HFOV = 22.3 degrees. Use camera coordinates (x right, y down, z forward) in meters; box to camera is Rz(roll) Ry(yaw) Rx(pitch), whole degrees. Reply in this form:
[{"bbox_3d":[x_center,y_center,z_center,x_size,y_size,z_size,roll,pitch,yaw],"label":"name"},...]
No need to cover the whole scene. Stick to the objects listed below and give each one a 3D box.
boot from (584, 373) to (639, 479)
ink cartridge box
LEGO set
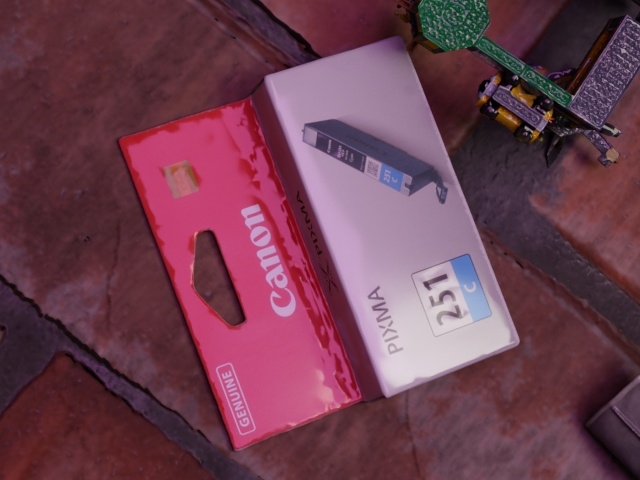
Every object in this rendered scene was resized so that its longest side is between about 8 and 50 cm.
[{"bbox_3d":[0.313,0.232,1.439,0.208,0.076,0.189,43,99,6],"label":"boot"},{"bbox_3d":[0.000,0.000,1.405,0.261,0.066,0.296,-20,85,-19],"label":"ink cartridge box"},{"bbox_3d":[0.220,-0.245,1.458,0.255,0.192,0.331,26,91,-7],"label":"LEGO set"}]
